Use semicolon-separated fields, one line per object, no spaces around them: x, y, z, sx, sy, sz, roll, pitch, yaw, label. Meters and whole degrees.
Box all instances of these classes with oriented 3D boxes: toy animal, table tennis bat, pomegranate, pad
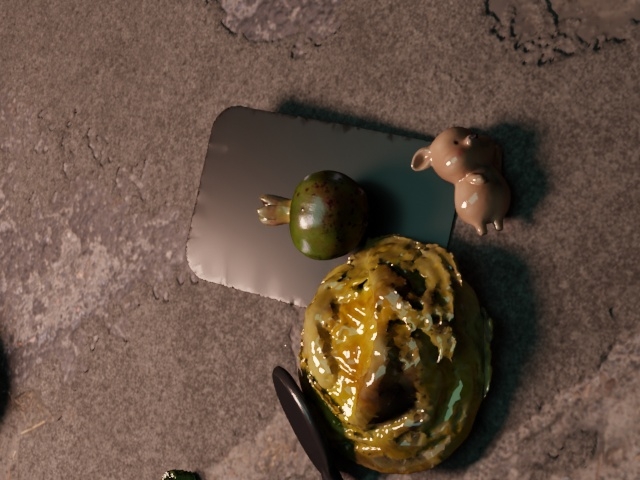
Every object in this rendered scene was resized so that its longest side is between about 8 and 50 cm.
0.176;-0.075;1.460;0.089;0.083;0.150;-38;64;29;toy animal
-0.004;0.264;1.530;0.027;0.150;0.236;-27;82;-13;table tennis bat
-0.009;-0.034;1.526;0.142;0.114;0.114;8;88;16;pomegranate
-0.001;0.001;1.618;0.375;0.063;0.315;15;92;27;pad

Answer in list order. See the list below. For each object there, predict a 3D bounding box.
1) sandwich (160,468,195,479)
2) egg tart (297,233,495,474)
-0.205;0.446;1.665;0.159;0.079;0.235;29;101;35;sandwich
0.073;0.132;1.471;0.297;0.132;0.297;-5;81;35;egg tart
